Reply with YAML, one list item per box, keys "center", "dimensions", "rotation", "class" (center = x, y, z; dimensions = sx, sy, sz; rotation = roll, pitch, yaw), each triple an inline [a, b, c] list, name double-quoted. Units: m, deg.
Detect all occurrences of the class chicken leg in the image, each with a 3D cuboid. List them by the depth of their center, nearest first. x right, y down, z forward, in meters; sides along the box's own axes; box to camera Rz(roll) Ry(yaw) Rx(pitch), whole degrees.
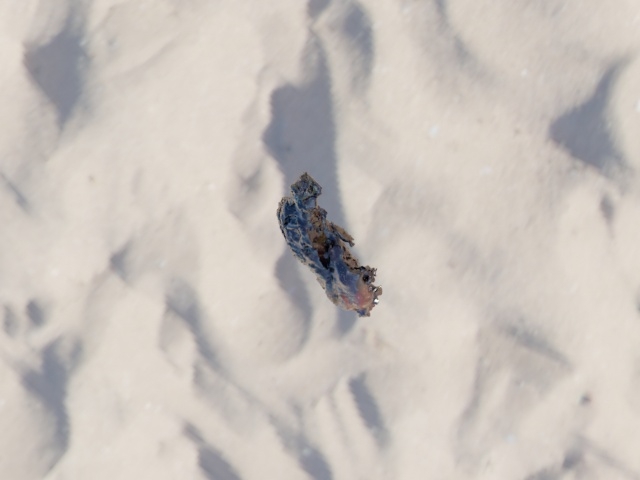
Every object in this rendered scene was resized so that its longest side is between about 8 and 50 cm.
- center: [-0.001, 0.000, 0.669]
  dimensions: [0.036, 0.021, 0.083]
  rotation: [34, 161, 46]
  class: "chicken leg"
